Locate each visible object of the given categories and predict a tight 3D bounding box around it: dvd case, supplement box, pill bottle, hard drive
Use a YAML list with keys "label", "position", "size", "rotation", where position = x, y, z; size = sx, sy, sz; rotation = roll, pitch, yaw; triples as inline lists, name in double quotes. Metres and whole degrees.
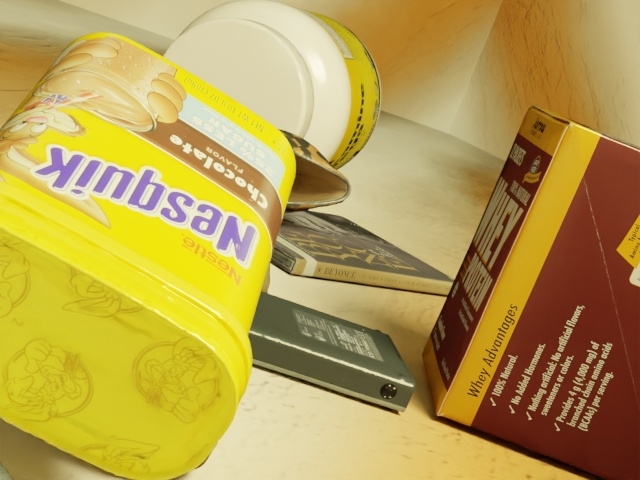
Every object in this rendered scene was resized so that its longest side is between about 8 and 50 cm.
- label: "dvd case"
  position: [0.000, 0.000, 1.061]
  size: [0.221, 0.018, 0.164]
  rotation: [9, 16, -47]
- label: "supplement box"
  position: [0.192, 0.041, 0.761]
  size: [0.194, 0.191, 0.129]
  rotation: [22, 10, -4]
- label: "pill bottle"
  position: [-0.051, -0.143, 1.216]
  size: [0.188, 0.188, 0.334]
  rotation: [23, 11, 7]
- label: "hard drive"
  position: [-0.016, 0.058, 0.726]
  size: [0.135, 0.022, 0.094]
  rotation: [20, 11, -12]

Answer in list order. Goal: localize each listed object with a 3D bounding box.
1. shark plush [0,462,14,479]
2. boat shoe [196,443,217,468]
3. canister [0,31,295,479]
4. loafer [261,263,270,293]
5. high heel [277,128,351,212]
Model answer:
- label: "shark plush"
  position: [-0.143, 0.035, 0.442]
  size: [0.067, 0.073, 0.161]
  rotation: [-10, 35, -40]
- label: "boat shoe"
  position: [-0.103, 0.013, 0.577]
  size: [0.095, 0.095, 0.257]
  rotation: [16, 12, -30]
- label: "canister"
  position: [-0.077, -0.005, 0.469]
  size: [0.126, 0.073, 0.170]
  rotation: [30, 30, -10]
- label: "loafer"
  position: [-0.098, -0.001, 0.778]
  size: [0.148, 0.050, 0.056]
  rotation: [19, 11, -13]
- label: "high heel"
  position: [-0.083, -0.061, 0.928]
  size: [0.186, 0.093, 0.261]
  rotation: [14, 8, 11]
